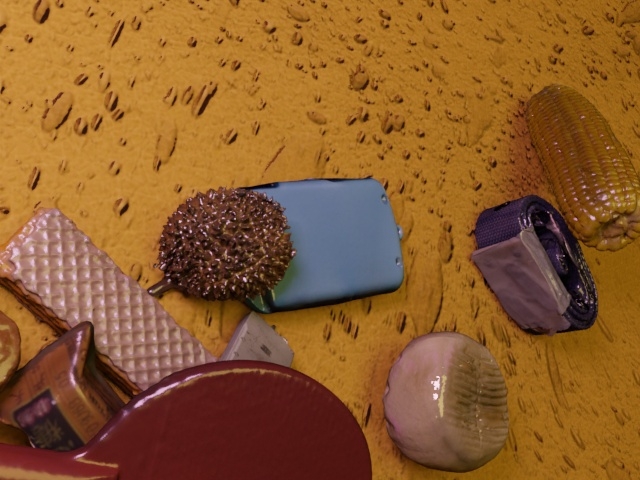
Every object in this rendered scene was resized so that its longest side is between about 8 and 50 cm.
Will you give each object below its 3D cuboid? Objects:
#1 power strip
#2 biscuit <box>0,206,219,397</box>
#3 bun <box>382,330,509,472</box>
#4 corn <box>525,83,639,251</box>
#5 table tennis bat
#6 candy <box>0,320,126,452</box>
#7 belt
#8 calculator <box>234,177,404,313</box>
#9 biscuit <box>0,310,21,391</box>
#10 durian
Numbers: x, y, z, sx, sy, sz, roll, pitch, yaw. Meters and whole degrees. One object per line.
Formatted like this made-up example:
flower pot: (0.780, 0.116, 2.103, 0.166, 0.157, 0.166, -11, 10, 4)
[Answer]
power strip: (-0.077, 0.148, 0.892, 0.080, 0.029, 0.227, 47, 19, -9)
biscuit: (-0.191, 0.123, 0.861, 0.379, 0.054, 0.094, 47, 56, -17)
bun: (0.165, 0.217, 1.057, 0.193, 0.127, 0.179, 23, 65, -42)
corn: (0.418, -0.129, 1.258, 0.131, 0.131, 0.345, 27, 36, -28)
table tennis bat: (-0.133, 0.237, 0.747, 0.414, 0.051, 0.268, 13, 95, -25)
candy: (-0.214, 0.225, 0.787, 0.143, 0.101, 0.271, -34, 104, -6)
belt: (0.346, 0.041, 1.233, 0.139, 0.126, 0.231, -39, 103, -38)
calculator: (0.000, 0.000, 1.035, 0.293, 0.051, 0.173, -7, 81, -37)
biscuit: (-0.419, 0.086, 0.675, 0.273, 0.049, 0.257, -32, 88, -28)
durian: (-0.121, 0.009, 0.897, 0.188, 0.091, 0.148, -32, 84, -1)
